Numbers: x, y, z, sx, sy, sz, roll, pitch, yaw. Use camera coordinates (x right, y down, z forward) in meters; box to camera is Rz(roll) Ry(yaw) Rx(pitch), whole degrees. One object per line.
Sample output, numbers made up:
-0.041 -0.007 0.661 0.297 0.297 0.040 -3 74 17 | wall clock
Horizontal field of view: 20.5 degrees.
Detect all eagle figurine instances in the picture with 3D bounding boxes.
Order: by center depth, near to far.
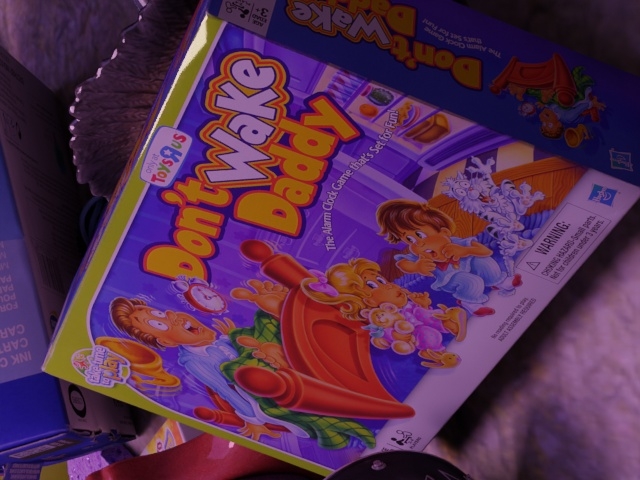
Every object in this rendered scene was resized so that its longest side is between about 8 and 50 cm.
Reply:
-0.005 -0.137 1.025 0.226 0.225 0.298 20 105 46 | eagle figurine

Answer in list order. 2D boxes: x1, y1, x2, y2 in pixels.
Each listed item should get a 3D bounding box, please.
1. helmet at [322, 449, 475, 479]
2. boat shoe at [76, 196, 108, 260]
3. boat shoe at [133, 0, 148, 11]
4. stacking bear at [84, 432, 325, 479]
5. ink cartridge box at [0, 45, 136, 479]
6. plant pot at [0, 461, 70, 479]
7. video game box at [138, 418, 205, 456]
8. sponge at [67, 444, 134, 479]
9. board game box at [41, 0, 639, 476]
0.049 0.214 1.049 0.161 0.169 0.169 115 138 -68 | helmet
-0.143 0.006 1.392 0.258 0.089 0.109 8 105 59 | boat shoe
-0.129 -0.262 1.280 0.079 0.095 0.254 -40 61 57 | boat shoe
-0.029 0.279 1.182 0.164 0.175 0.289 53 -166 -60 | stacking bear
-0.271 0.052 1.458 0.270 0.151 0.395 54 -160 -81 | ink cartridge box
-0.388 0.219 1.764 0.227 0.207 0.228 56 144 35 | plant pot
-0.098 0.260 1.433 0.187 0.048 0.205 -50 56 50 | video game box
-0.198 0.279 1.627 0.117 0.031 0.210 33 126 53 | sponge
0.000 0.000 0.997 0.347 0.233 0.078 122 166 -50 | board game box
